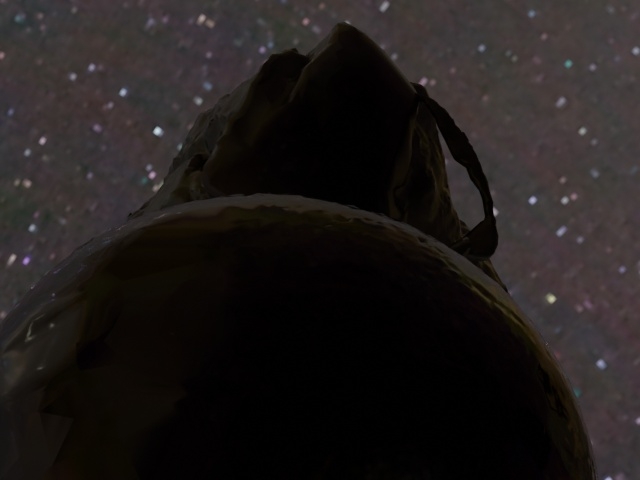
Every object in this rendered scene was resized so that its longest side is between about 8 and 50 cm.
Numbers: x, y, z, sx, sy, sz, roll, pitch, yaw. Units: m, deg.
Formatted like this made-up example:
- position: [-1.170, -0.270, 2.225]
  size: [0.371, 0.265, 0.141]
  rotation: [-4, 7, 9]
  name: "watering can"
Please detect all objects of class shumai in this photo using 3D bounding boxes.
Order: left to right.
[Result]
- position: [0.000, 0.000, 1.161]
  size: [0.395, 0.348, 0.395]
  rotation: [8, -143, -6]
  name: "shumai"

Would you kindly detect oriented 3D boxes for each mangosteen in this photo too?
- position: [-0.031, 0.129, 0.646]
  size: [0.330, 0.330, 0.330]
  rotation: [24, -141, -21]
  name: "mangosteen"
